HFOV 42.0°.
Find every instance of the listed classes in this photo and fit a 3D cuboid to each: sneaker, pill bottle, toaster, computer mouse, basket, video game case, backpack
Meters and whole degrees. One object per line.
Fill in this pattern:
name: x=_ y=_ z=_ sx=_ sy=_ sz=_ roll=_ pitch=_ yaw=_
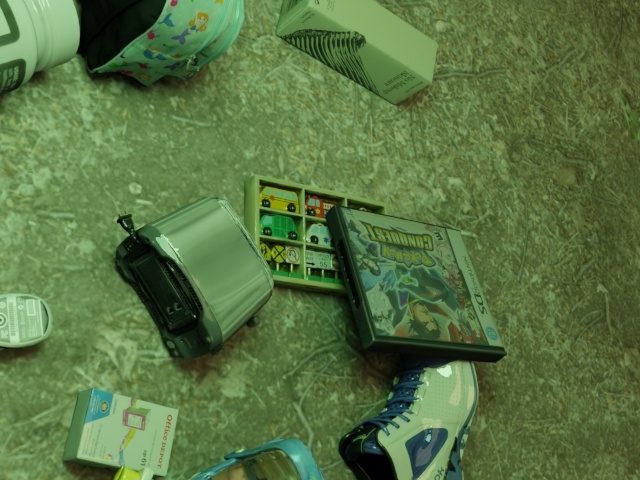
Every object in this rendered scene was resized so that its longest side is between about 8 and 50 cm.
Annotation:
sneaker: x=0.132 y=0.283 z=1.279 sx=0.182 sy=0.127 sz=0.315 roll=21 pitch=64 yaw=-32
pill bottle: x=-0.448 y=-0.240 z=0.998 sx=0.283 sy=0.161 sz=0.161 roll=-32 pitch=95 yaw=-40
toaster: x=-0.170 y=0.038 z=1.137 sx=0.146 sy=0.129 sz=0.227 roll=-35 pitch=95 yaw=-43
computer mouse: x=-0.417 y=0.104 z=0.984 sx=0.193 sy=0.042 sz=0.106 roll=1 pitch=70 yaw=-31
basket: x=-0.054 y=0.370 z=1.003 sx=0.201 sy=0.289 sz=0.254 roll=-16 pitch=84 yaw=-39
video game case: x=0.153 y=0.070 z=1.328 sx=0.275 sy=0.035 sz=0.248 roll=10 pitch=50 yaw=-34
backpack: x=-0.213 y=-0.348 z=1.152 sx=0.191 sy=0.253 sz=0.225 roll=5 pitch=71 yaw=-36

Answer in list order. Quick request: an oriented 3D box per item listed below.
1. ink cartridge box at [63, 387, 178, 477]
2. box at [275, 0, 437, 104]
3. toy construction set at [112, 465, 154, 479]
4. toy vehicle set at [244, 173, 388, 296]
ink cartridge box: x=-0.249 y=0.245 z=1.053 sx=0.122 sy=0.052 sz=0.088 roll=22 pitch=62 yaw=-31
box: x=0.067 y=-0.353 z=1.458 sx=0.275 sy=0.113 sz=0.094 roll=25 pitch=62 yaw=-27
toy construction set: x=-0.260 y=0.404 z=0.885 sx=0.151 sy=0.215 sz=0.327 roll=48 pitch=53 yaw=-14
toy vehicle set: x=0.000 y=0.000 z=1.334 sx=0.267 sy=0.035 sz=0.165 roll=10 pitch=69 yaw=-34
